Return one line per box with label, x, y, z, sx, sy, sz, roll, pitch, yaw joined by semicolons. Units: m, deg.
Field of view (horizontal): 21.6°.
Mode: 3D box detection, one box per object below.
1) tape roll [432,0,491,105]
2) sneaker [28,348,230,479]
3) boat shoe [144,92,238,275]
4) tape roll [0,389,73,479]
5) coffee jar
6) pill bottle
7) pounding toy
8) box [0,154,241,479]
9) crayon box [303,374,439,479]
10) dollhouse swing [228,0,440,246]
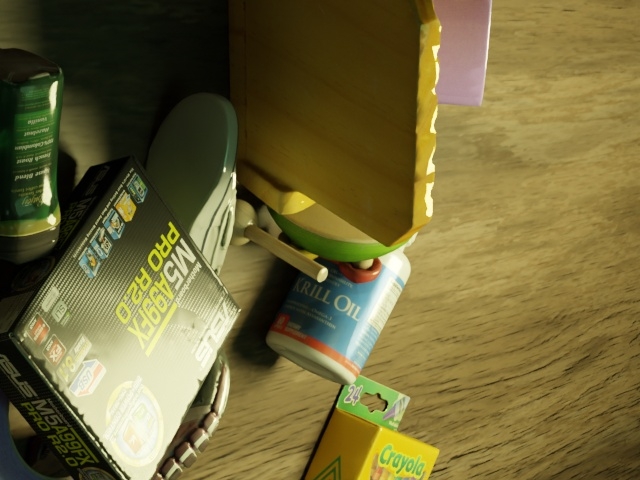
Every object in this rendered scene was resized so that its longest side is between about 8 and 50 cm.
tape roll;0.151;-0.294;1.929;0.275;0.090;0.275;3;90;-87
sneaker;-0.210;0.201;1.781;0.281;0.106;0.162;-59;144;-15
boat shoe;-0.130;-0.031;1.775;0.088;0.096;0.268;-17;123;-57
tape roll;-0.277;0.167;1.614;0.189;0.080;0.189;8;80;-49
coffee jar;-0.281;-0.075;1.513;0.079;0.096;0.184;-19;123;-42
pill bottle;0.034;0.054;2.047;0.221;0.124;0.124;-63;148;-12
pounding toy;0.000;0.000;1.926;0.237;0.183;0.110;-27;140;-44
box;-0.198;0.082;1.609;0.216;0.060;0.270;57;39;-26
crayon box;0.051;0.358;2.290;0.203;0.083;0.323;30;82;-59
dollhouse swing;0.070;-0.208;1.777;0.315;0.305;0.347;-32;132;-45
